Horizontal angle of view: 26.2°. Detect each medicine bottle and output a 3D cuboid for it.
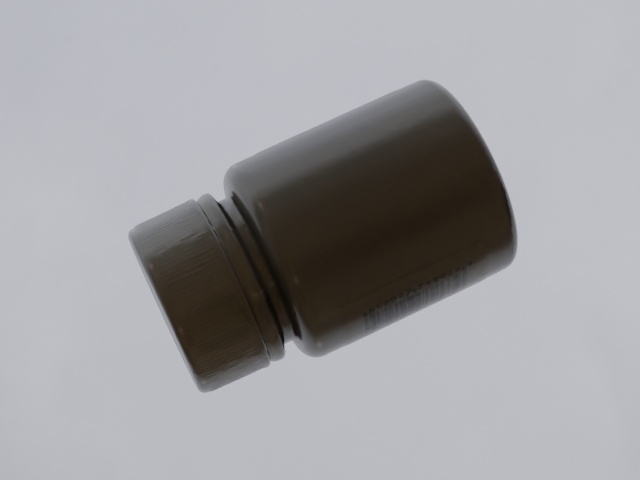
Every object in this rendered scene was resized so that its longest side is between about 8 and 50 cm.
[{"bbox_3d":[0.000,0.000,1.349,0.339,0.208,0.208,-25,-72,-8],"label":"medicine bottle"}]
